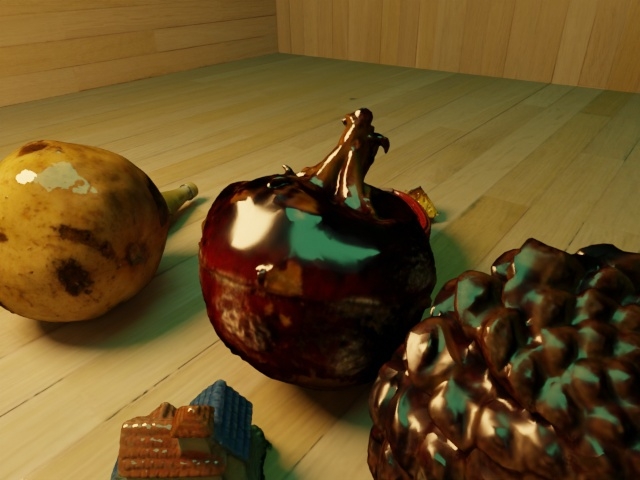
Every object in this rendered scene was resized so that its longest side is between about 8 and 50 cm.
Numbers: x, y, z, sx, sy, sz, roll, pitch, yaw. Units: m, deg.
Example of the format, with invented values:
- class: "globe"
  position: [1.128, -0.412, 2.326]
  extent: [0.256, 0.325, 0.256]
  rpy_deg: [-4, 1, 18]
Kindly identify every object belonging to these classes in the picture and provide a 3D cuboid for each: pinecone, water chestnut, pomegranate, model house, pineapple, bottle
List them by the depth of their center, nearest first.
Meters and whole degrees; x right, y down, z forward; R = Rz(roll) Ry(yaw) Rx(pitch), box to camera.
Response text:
- class: "pinecone"
  position: [0.183, 0.164, 0.374]
  extent: [0.298, 0.296, 0.242]
  rpy_deg: [52, 36, 12]
- class: "model house"
  position: [-0.128, 0.195, 0.456]
  extent: [0.149, 0.148, 0.119]
  rpy_deg: [0, 30, -1]
- class: "water chestnut"
  position: [0.000, 0.000, 0.607]
  extent: [0.336, 0.346, 0.335]
  rpy_deg: [5, 23, -2]
- class: "pomegranate"
  position: [-0.375, -0.010, 0.707]
  extent: [0.282, 0.281, 0.281]
  rpy_deg: [-1, 31, 1]
- class: "bottle"
  position: [-0.346, -0.062, 0.969]
  extent: [0.083, 0.083, 0.269]
  rpy_deg: [10, 27, 18]
- class: "pineapple"
  position: [0.193, -0.087, 1.005]
  extent: [0.115, 0.077, 0.114]
  rpy_deg: [2, 17, -3]

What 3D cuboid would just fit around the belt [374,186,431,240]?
- class: "belt"
  position: [0.124, -0.021, 0.839]
  extent: [0.128, 0.124, 0.200]
  rpy_deg: [-5, 31, -9]
